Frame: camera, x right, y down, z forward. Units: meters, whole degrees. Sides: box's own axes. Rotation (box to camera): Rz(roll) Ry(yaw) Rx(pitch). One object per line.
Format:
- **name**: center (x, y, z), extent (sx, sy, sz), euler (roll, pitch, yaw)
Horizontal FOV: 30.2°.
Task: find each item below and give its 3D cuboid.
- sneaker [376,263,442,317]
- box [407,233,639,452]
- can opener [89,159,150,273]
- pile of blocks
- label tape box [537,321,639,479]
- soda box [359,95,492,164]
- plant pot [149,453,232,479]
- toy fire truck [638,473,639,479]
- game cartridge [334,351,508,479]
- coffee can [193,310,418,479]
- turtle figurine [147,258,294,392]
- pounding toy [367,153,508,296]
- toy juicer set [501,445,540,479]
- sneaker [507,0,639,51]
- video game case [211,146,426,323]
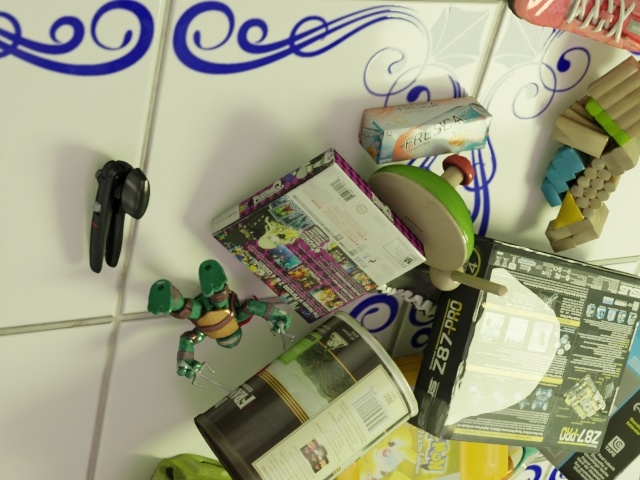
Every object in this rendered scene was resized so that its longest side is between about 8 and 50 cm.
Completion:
- **sneaker**: center (0.131, 0.038, 1.832), extent (0.234, 0.078, 0.106), euler (28, 103, -46)
- **box**: center (0.346, 0.175, 1.927), extent (0.395, 0.097, 0.318), euler (12, 94, -38)
- **can opener**: center (-0.273, -0.028, 1.538), extent (0.059, 0.073, 0.186), euler (-9, 139, -36)
- **pile of blocks**: center (0.433, -0.149, 1.863), extent (0.112, 0.149, 0.362), euler (-55, 170, -50)
- **label tape box**: center (0.516, 0.263, 2.123), extent (0.333, 0.240, 0.106), euler (-48, 163, 10)
- **soda box**: center (0.150, -0.158, 1.688), extent (0.183, 0.063, 0.058), euler (-11, 130, -25)
- **plant pot**: center (-0.213, 0.489, 1.877), extent (0.276, 0.276, 0.254), euler (10, 107, -37)
- **toy fire truck**: center (0.565, 0.368, 2.244), extent (0.158, 0.246, 0.217), euler (-48, 135, 10)
- **game cartridge**: center (0.168, 0.327, 2.007), extent (0.324, 0.052, 0.285), euler (-9, 112, -15)
- **coffee can**: center (-0.021, 0.266, 1.781), extent (0.275, 0.201, 0.201), euler (-36, 136, -14)
- **turtle figurine**: center (-0.147, 0.119, 1.691), extent (0.175, 0.118, 0.234), euler (-38, 143, -4)
- **pounding toy**: center (0.184, -0.040, 1.715), extent (0.110, 0.183, 0.237), euler (-45, 111, -23)
- **toy juicer set**: center (0.318, 0.448, 2.269), extent (0.329, 0.089, 0.209), euler (7, 120, -36)
- **sneaker**: center (0.406, -0.329, 1.657), extent (0.314, 0.136, 0.116), euler (1, 123, -32)
- **video game case**: center (0.000, 0.000, 1.666), extent (0.210, 0.042, 0.232), euler (-31, 128, 21)
